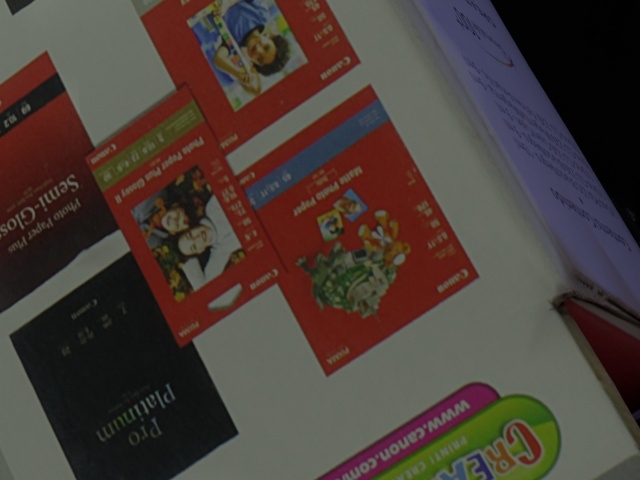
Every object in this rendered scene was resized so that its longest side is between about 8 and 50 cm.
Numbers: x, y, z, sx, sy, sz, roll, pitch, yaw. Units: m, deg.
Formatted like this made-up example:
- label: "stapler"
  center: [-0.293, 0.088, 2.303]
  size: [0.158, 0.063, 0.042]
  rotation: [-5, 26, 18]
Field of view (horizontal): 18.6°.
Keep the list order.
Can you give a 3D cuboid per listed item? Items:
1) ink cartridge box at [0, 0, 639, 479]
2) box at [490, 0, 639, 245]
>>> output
- label: "ink cartridge box"
  center: [-0.070, 0.052, 0.540]
  size: [0.309, 0.271, 0.130]
  rotation: [-33, -23, 15]
- label: "box"
  center: [-0.053, -0.106, 0.789]
  size: [0.294, 0.296, 0.182]
  rotation: [-24, 27, 37]
